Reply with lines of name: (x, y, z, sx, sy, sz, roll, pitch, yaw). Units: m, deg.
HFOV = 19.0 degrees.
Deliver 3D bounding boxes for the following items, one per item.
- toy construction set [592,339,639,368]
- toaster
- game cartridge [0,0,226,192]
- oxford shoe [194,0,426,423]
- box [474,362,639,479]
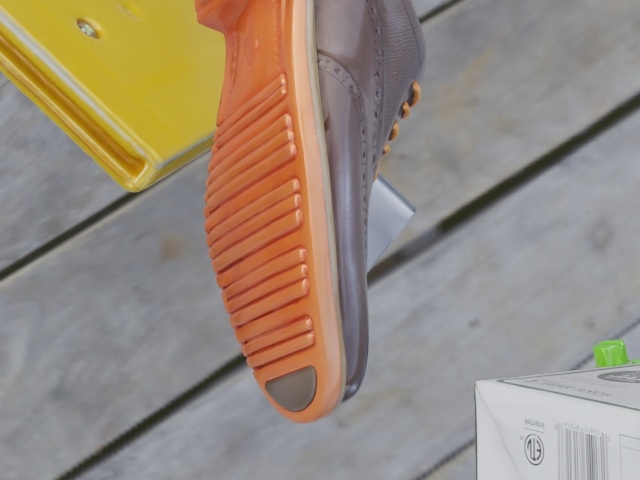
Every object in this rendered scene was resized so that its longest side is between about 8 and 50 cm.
toy construction set: (0.351, 0.121, 1.656, 0.327, 0.215, 0.151, -30, 101, -18)
toaster: (0.000, 0.000, 2.020, 0.110, 0.168, 0.186, 41, 63, -3)
game cartridge: (-0.183, -0.190, 1.726, 0.285, 0.053, 0.323, 44, 27, 5)
oxford shoe: (0.010, -0.073, 1.137, 0.132, 0.130, 0.364, 3, 77, -31)
box: (0.215, 0.083, 0.633, 0.290, 0.169, 0.087, -5, 96, -30)
